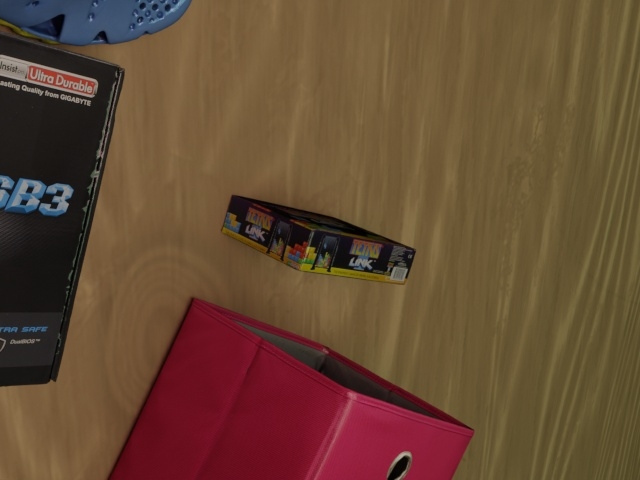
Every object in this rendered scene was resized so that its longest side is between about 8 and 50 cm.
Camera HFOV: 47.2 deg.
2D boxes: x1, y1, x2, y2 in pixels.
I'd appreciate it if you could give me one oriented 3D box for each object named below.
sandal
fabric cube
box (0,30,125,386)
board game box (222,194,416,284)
[{"bbox_3d":[-0.222,-0.212,0.539,0.317,0.138,0.126,-6,107,-44],"label":"sandal"},{"bbox_3d":[-0.037,0.250,0.802,0.254,0.259,0.258,30,85,-46],"label":"fabric cube"},{"bbox_3d":[-0.323,-0.030,0.560,0.296,0.073,0.293,8,101,-45],"label":"box"},{"bbox_3d":[0.000,0.000,0.823,0.170,0.141,0.048,10,101,-45],"label":"board game box"}]
